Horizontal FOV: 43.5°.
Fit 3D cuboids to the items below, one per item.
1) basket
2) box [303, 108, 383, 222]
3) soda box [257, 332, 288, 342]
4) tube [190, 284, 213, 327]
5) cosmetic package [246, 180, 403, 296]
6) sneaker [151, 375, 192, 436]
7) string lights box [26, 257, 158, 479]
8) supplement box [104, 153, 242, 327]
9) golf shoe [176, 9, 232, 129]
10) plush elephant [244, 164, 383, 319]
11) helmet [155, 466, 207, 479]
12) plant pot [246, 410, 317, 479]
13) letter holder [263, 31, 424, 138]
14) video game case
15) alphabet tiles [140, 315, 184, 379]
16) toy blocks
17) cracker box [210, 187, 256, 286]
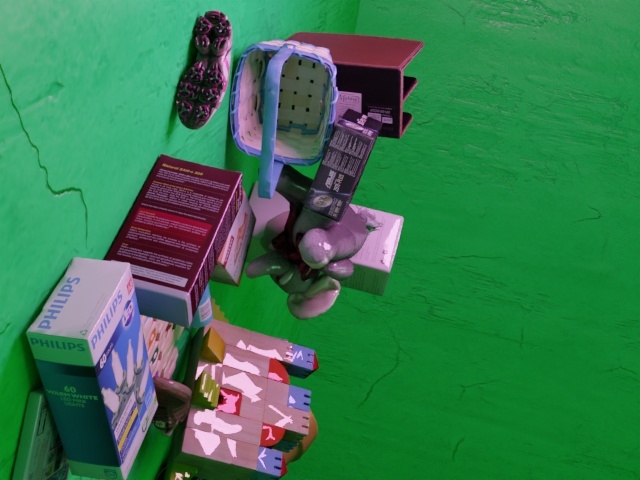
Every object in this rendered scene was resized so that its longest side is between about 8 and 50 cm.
[{"bbox_3d":[-0.073,-0.242,1.507,0.289,0.201,0.255,-83,-179,-62],"label":"basket"},{"bbox_3d":[0.045,-0.146,1.542,0.147,0.077,0.180,-61,174,-66],"label":"box"},{"bbox_3d":[-0.164,0.238,1.802,0.058,0.183,0.063,86,16,-71],"label":"soda box"},{"bbox_3d":[-0.218,0.062,1.379,0.080,0.052,0.207,-77,172,-49],"label":"tube"},{"bbox_3d":[0.000,0.000,1.945,0.197,0.365,0.155,95,11,-69],"label":"cosmetic package"},{"bbox_3d":[-0.260,0.290,1.384,0.188,0.066,0.071,90,15,-64],"label":"sneaker"},{"bbox_3d":[-0.273,0.163,0.988,0.133,0.076,0.260,-74,168,-50],"label":"string lights box"},{"bbox_3d":[-0.206,-0.005,1.134,0.073,0.130,0.239,96,10,-52],"label":"supplement box"},{"bbox_3d":[-0.170,-0.252,1.234,0.086,0.067,0.186,81,23,-79],"label":"golf shoe"},{"bbox_3d":[-0.043,0.017,1.704,0.255,0.272,0.330,-44,153,23],"label":"plush elephant"},{"bbox_3d":[-0.275,0.556,1.653,0.169,0.169,0.162,94,-6,-58],"label":"helmet"},{"bbox_3d":[-0.180,0.435,1.787,0.203,0.291,0.291,-52,160,-36],"label":"plant pot"},{"bbox_3d":[0.054,-0.342,1.715,0.214,0.301,0.152,-55,149,-53],"label":"letter holder"},{"bbox_3d":[-0.338,0.250,0.999,0.143,0.019,0.157,-13,115,-84],"label":"video game case"},{"bbox_3d":[-0.281,0.179,1.362,0.284,0.021,0.278,96,9,-48],"label":"alphabet tiles"},{"bbox_3d":[-0.139,0.328,1.574,0.191,0.260,0.381,-52,-155,46],"label":"toy blocks"},{"bbox_3d":[-0.188,-0.008,1.601,0.232,0.067,0.156,77,26,-76],"label":"cracker box"}]
